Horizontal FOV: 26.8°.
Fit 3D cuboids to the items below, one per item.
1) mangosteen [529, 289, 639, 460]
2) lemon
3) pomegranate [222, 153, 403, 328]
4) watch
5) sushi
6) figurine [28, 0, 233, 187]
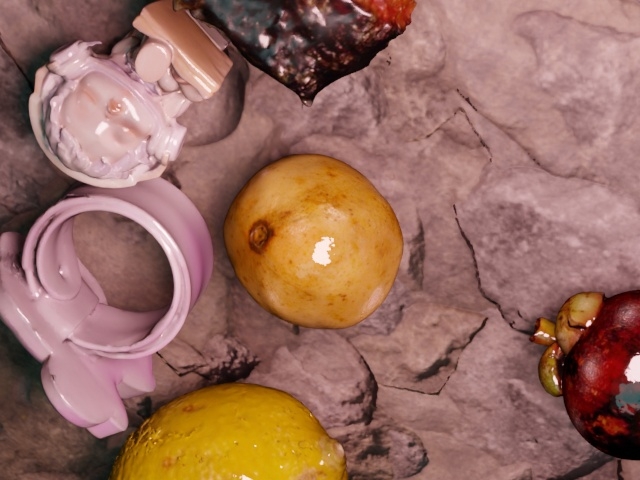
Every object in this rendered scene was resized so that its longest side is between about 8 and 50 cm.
[{"bbox_3d":[0.305,0.129,1.366,0.200,0.200,0.199,7,123,11],"label":"mangosteen"},{"bbox_3d":[-0.101,0.288,1.517,0.310,0.258,0.258,-27,112,33],"label":"lemon"},{"bbox_3d":[0.000,0.000,1.358,0.196,0.196,0.196,7,123,11],"label":"pomegranate"},{"bbox_3d":[-0.219,0.057,1.446,0.217,0.211,0.248,-33,100,21],"label":"watch"},{"bbox_3d":[-0.068,-0.291,1.181,0.343,0.196,0.182,41,111,-12],"label":"sushi"},{"bbox_3d":[-0.196,-0.137,1.333,0.237,0.141,0.162,-33,106,30],"label":"figurine"}]
